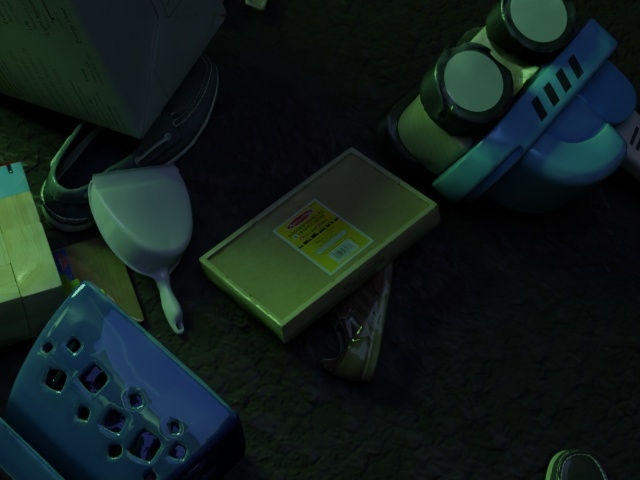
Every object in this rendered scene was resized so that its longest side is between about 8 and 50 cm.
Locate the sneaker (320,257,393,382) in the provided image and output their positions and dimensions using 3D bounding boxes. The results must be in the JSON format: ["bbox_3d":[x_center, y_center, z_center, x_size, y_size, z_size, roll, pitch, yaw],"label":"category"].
[{"bbox_3d":[0.048,0.084,1.593,0.071,0.066,0.188,11,65,-2],"label":"sneaker"}]

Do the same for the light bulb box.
[{"bbox_3d":[-0.356,-0.352,1.519,0.361,0.358,0.225,19,62,24],"label":"light bulb box"}]

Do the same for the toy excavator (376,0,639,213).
[{"bbox_3d":[0.367,-0.144,1.688,0.445,0.222,0.433,45,67,-3],"label":"toy excavator"}]

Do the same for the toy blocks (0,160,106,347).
[{"bbox_3d":[-0.476,0.016,1.507,0.381,0.191,0.261,-16,58,-14],"label":"toy blocks"}]

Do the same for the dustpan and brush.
[{"bbox_3d":[-0.206,0.014,1.585,0.147,0.060,0.211,-12,70,-46],"label":"dustpan and brush"}]

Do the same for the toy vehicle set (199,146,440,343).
[{"bbox_3d":[0.000,0.000,1.604,0.267,0.035,0.166,-37,52,-21],"label":"toy vehicle set"}]

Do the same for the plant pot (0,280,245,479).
[{"bbox_3d":[-0.238,0.218,1.409,0.236,0.236,0.212,41,74,11],"label":"plant pot"}]

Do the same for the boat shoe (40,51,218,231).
[{"bbox_3d":[-0.239,-0.146,1.635,0.116,0.099,0.319,37,67,9],"label":"boat shoe"}]

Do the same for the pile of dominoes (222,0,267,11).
[{"bbox_3d":[-0.152,-0.439,1.809,0.196,0.040,0.251,21,60,-13],"label":"pile of dominoes"}]

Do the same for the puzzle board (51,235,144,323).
[{"bbox_3d":[-0.287,0.060,1.587,0.096,0.011,0.128,-18,69,-14],"label":"puzzle board"}]

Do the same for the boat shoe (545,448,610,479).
[{"bbox_3d":[0.332,0.379,1.487,0.102,0.092,0.285,0,66,-8],"label":"boat shoe"}]
